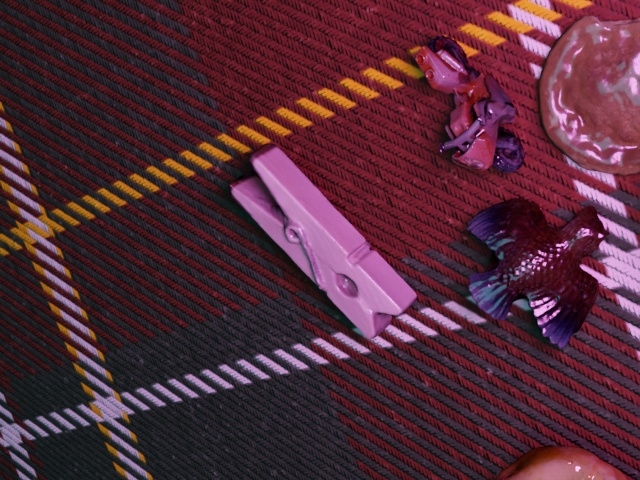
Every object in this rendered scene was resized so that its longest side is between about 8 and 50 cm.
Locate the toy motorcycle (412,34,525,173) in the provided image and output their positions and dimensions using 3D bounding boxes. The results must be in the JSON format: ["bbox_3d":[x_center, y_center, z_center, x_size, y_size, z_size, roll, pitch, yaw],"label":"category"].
[{"bbox_3d":[0.194,-0.177,1.374,0.084,0.118,0.212,-36,84,49],"label":"toy motorcycle"}]

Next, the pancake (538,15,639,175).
[{"bbox_3d":[0.389,-0.186,1.301,0.236,0.042,0.222,23,113,23],"label":"pancake"}]

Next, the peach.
[{"bbox_3d":[0.326,0.403,1.430,0.214,0.214,0.235,36,137,17],"label":"peach"}]

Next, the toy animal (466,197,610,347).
[{"bbox_3d":[0.297,0.029,1.375,0.179,0.116,0.218,-41,75,34],"label":"toy animal"}]

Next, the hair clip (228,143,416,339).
[{"bbox_3d":[0.002,-0.001,1.563,0.331,0.085,0.101,45,124,5],"label":"hair clip"}]
